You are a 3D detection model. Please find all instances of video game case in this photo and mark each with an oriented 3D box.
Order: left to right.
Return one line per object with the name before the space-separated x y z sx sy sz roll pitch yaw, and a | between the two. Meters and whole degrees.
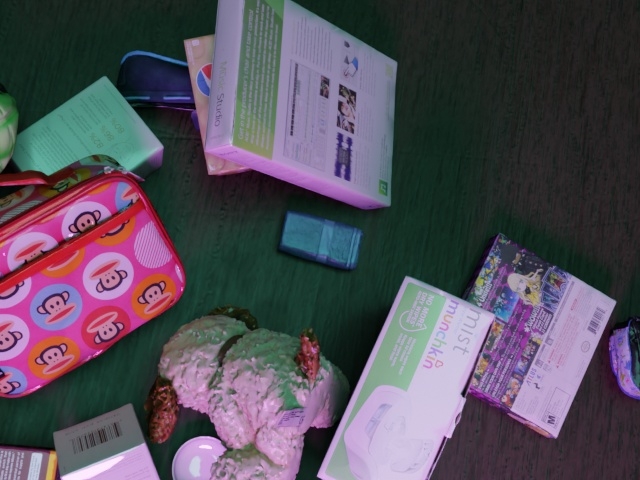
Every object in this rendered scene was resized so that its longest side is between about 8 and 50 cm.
video game case | 0.299 0.139 1.290 0.210 0.042 0.232 29 74 -4

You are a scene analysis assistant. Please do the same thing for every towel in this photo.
towel | 0.000 0.000 1.267 0.119 0.029 0.067 16 75 -8

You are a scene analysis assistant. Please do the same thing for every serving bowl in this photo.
serving bowl | -0.157 0.304 1.171 0.083 0.027 0.083 2 78 -11

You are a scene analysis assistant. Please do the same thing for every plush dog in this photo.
plush dog | -0.103 0.174 1.113 0.225 0.211 0.262 16 38 22

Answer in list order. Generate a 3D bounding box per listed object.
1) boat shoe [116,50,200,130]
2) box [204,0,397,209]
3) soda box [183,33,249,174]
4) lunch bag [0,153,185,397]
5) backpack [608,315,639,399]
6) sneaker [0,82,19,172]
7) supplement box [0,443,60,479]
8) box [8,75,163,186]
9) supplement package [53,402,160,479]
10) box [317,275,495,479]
boat shoe | -0.163 -0.194 1.252 0.258 0.109 0.089 14 83 9
box | -0.014 -0.190 1.200 0.322 0.058 0.232 18 71 -47
soda box | -0.132 -0.180 1.168 0.061 0.058 0.181 -10 92 5
lunch bag | -0.336 0.027 1.085 0.293 0.120 0.258 -32 127 -15
backpack | 0.485 0.179 1.297 0.105 0.084 0.114 6 72 -9
sneaker | -0.609 -0.103 1.109 0.482 0.202 0.185 -9 118 0
supplement box | -0.425 0.304 1.090 0.188 0.081 0.104 8 77 -10
box | -0.321 -0.115 1.195 0.170 0.091 0.130 -39 88 -16
supplement package | -0.246 0.312 1.074 0.105 0.105 0.179 -20 114 -15
box | 0.109 0.202 1.119 0.126 0.231 0.262 24 82 8
